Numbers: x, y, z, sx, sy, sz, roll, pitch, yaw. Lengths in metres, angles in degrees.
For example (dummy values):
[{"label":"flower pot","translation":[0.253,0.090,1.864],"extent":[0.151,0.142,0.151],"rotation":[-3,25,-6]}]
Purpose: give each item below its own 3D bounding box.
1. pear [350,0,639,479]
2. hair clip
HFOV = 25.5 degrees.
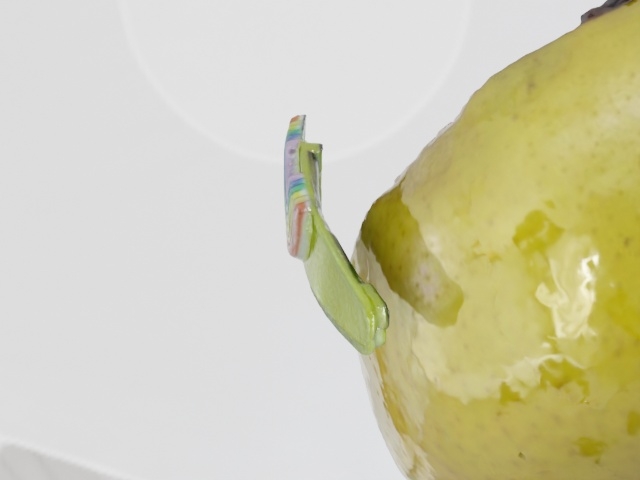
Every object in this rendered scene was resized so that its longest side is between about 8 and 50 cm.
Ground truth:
[{"label":"pear","translation":[0.202,0.051,0.796],"extent":[0.340,0.191,0.386],"rotation":[9,-47,-27]},{"label":"hair clip","translation":[0.000,0.000,0.779],"extent":[0.033,0.060,0.188],"rotation":[-6,35,-11]}]
